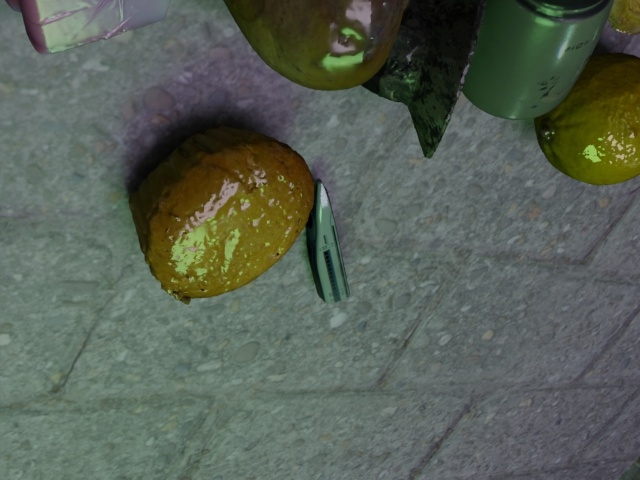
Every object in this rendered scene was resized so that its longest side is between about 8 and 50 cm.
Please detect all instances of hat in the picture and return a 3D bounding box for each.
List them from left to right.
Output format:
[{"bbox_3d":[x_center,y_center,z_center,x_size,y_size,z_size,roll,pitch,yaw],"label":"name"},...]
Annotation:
[{"bbox_3d":[0.105,-0.233,1.192,0.128,0.265,0.265,16,129,-1],"label":"hat"}]

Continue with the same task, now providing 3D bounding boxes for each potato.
[{"bbox_3d":[-0.001,-0.263,0.988,0.229,0.266,0.229,-19,141,-16],"label":"potato"}]

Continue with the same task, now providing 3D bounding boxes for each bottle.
[{"bbox_3d":[0.264,-0.285,1.164,0.168,0.168,0.347,-26,164,-13],"label":"bottle"}]

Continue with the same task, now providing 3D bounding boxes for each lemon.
[{"bbox_3d":[0.421,-0.178,1.468,0.231,0.192,0.192,-18,140,-22],"label":"lemon"}]

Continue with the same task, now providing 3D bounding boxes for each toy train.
[{"bbox_3d":[0.001,0.000,1.449,0.048,0.055,0.252,-20,141,-6],"label":"toy train"}]

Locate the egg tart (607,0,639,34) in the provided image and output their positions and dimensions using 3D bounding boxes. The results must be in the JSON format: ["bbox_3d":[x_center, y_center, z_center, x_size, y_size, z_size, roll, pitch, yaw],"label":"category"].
[{"bbox_3d":[0.465,-0.383,1.362,0.212,0.090,0.213,-20,140,-18],"label":"egg tart"}]

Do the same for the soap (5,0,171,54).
[{"bbox_3d":[-0.199,-0.335,0.856,0.193,0.109,0.324,-23,146,-20],"label":"soap"}]

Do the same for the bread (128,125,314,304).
[{"bbox_3d":[-0.120,-0.040,1.234,0.240,0.139,0.240,-22,141,-18],"label":"bread"}]
